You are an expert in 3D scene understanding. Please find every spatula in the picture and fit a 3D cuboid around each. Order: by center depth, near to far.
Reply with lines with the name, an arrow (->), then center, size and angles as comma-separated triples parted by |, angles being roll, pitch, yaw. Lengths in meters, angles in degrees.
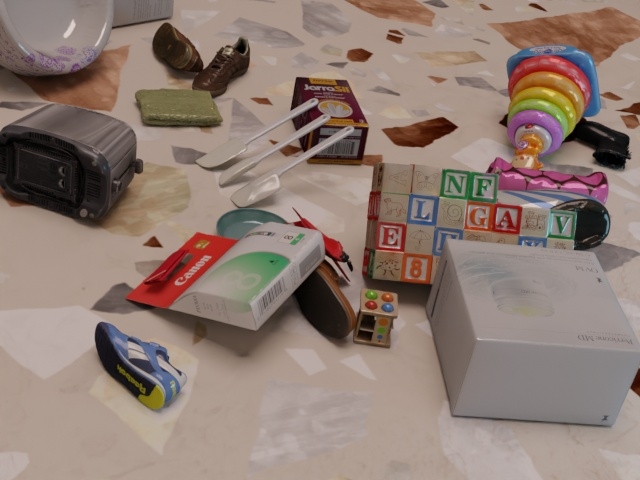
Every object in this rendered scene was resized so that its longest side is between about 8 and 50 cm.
spatula -> -0.071, -0.152, 1.720 | 0.242, 0.019, 0.168 | -31, 42, -16

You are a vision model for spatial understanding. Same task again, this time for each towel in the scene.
towel -> -0.259, -0.242, 1.865 | 0.148, 0.027, 0.110 | -2, 36, -20

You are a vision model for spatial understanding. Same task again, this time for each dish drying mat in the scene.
dish drying mat -> -0.214, 0.036, 1.427 | 0.032, 0.008, 0.083 | -13, 24, 30

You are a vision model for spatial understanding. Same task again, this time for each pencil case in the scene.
pencil case -> 0.386, -0.093, 1.771 | 0.209, 0.095, 0.098 | 10, 54, 0

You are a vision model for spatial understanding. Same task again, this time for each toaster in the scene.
toaster -> -0.391, -0.129, 1.574 | 0.227, 0.129, 0.146 | 16, 30, 11

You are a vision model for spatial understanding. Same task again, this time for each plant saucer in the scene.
plant saucer -> -0.102, -0.009, 1.568 | 0.119, 0.021, 0.119 | 8, 34, -5

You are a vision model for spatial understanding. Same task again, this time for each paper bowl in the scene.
paper bowl -> -0.527, -0.441, 1.871 | 0.148, 0.284, 0.284 | -2, 23, 34

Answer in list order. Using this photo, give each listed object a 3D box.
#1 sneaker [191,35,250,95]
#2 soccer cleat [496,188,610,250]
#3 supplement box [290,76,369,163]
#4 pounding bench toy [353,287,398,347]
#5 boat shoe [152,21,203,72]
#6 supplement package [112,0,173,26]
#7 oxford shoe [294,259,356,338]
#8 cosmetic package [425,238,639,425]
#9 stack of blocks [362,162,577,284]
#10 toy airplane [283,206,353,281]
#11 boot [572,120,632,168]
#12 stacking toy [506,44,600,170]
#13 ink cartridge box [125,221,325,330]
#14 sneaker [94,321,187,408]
sneaker -> -0.194, -0.343, 1.993 | 0.066, 0.071, 0.188 | 19, 34, 12
soccer cleat -> 0.298, -0.027, 1.654 | 0.331, 0.116, 0.143 | 1, 10, -8
supplement box -> 0.014, -0.220, 1.860 | 0.104, 0.081, 0.188 | 1, 35, -14
pounding bench toy -> 0.077, 0.096, 1.425 | 0.052, 0.065, 0.083 | 9, 33, -3
boat shoe -> -0.285, -0.379, 2.042 | 0.060, 0.064, 0.178 | 29, 13, -40
supplement package -> -0.471, -0.558, 2.138 | 0.293, 0.177, 0.175 | -20, 44, -39
oxford shoe -> 0.002, 0.061, 1.453 | 0.076, 0.076, 0.212 | -1, 34, -33
cosmetic package -> 0.279, 0.120, 1.383 | 0.224, 0.138, 0.224 | 5, 35, -9
stack of blocks -> 0.222, -0.016, 1.521 | 0.297, 0.171, 0.087 | 6, 2, -8
toy airplane -> 0.000, 0.000, 1.490 | 0.028, 0.151, 0.151 | -47, 55, -8
boot -> 0.548, -0.185, 1.999 | 0.121, 0.045, 0.099 | 18, 38, 10
stacking toy -> 0.412, -0.220, 1.937 | 0.175, 0.165, 0.302 | 3, 46, 29
ink cartridge box -> -0.133, 0.033, 1.400 | 0.225, 0.056, 0.181 | 13, 38, 28
sneaker -> -0.226, 0.150, 1.273 | 0.144, 0.053, 0.059 | 40, 43, 24
